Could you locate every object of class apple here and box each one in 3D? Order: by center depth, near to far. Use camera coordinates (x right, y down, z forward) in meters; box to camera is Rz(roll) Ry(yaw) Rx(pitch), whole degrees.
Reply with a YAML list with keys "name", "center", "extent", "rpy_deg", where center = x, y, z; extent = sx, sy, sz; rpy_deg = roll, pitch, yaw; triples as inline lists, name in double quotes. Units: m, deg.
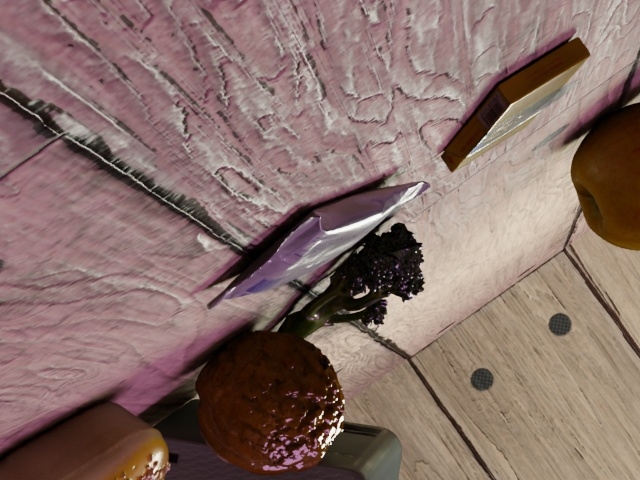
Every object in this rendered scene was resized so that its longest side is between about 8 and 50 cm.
- name: "apple"
  center: [0.369, -0.070, 2.021]
  extent: [0.155, 0.182, 0.182]
  rpy_deg: [-20, 172, 1]

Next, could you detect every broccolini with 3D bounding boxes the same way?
- name: "broccolini"
  center: [0.007, 0.093, 1.807]
  extent: [0.079, 0.074, 0.392]
  rpy_deg: [-23, 166, -28]

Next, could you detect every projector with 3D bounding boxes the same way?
- name: "projector"
  center: [-0.055, 0.249, 1.861]
  extent: [0.250, 0.108, 0.198]
  rpy_deg: [8, -172, 11]

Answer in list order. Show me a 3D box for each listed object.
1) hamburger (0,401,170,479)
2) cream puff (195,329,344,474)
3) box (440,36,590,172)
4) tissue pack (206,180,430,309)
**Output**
- name: "hamburger"
  center: [-0.222, 0.230, 1.530]
  extent: [0.210, 0.116, 0.173]
  rpy_deg: [-29, 167, -39]
- name: "cream puff"
  center: [-0.045, 0.150, 1.722]
  extent: [0.115, 0.150, 0.165]
  rpy_deg: [-57, -161, 26]
- name: "box"
  center: [0.157, -0.108, 1.448]
  extent: [0.087, 0.023, 0.155]
  rpy_deg: [-35, 173, -21]
- name: "tissue pack"
  center: [0.000, 0.000, 1.419]
  extent: [0.122, 0.026, 0.193]
  rpy_deg: [-39, 171, 31]
